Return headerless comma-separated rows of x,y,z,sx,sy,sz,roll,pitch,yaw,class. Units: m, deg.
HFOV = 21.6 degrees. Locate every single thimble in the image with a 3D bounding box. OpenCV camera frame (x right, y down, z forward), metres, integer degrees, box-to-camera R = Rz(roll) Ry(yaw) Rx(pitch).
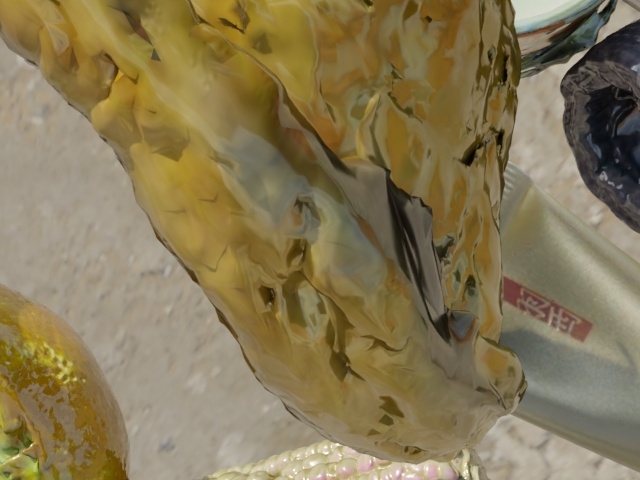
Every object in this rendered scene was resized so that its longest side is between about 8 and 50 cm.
0.239,-0.080,1.126,0.098,0.150,0.150,-30,80,-23,thimble

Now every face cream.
0.217,0.094,1.007,0.341,0.084,0.137,30,85,-15,face cream

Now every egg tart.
-0.049,-0.104,0.676,0.178,0.443,0.443,-44,85,1,egg tart

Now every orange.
-0.262,0.186,1.381,0.196,0.262,0.334,-5,92,-25,orange

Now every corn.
-0.013,0.236,1.451,0.335,0.127,0.126,-13,71,20,corn

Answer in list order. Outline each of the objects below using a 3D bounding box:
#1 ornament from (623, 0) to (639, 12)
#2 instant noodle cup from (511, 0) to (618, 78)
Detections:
0.150,-0.194,0.390,0.337,0.337,0.337,5,70,-13,ornament
0.098,-0.245,1.122,0.296,0.214,0.296,0,94,-2,instant noodle cup
